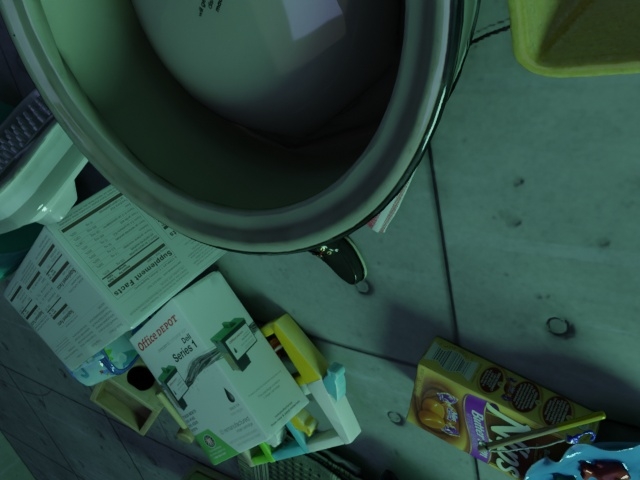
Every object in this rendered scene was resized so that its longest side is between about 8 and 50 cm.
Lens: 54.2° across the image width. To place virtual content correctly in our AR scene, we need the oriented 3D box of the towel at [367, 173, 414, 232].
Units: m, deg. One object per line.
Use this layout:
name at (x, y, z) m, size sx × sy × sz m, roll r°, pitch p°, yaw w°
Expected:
towel at (0.008, -0.110, 0.606) m, size 0.197 × 0.029 × 0.144 m, roll 34°, pitch 137°, yaw 12°

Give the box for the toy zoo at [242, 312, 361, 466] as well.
toy zoo at (-0.064, 0.220, 0.905) m, size 0.293 × 0.030 × 0.192 m, roll -33°, pitch 90°, yaw 43°

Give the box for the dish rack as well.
dish rack at (-0.320, -0.105, 0.716) m, size 0.332 × 0.286 × 0.072 m, roll -7°, pitch 139°, yaw 44°

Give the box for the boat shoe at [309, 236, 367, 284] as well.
boat shoe at (-0.001, 0.001, 0.696) m, size 0.133 × 0.042 × 0.049 m, roll 50°, pitch 138°, yaw -8°

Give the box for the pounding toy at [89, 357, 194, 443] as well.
pounding toy at (-0.301, 0.283, 1.161) m, size 0.206 × 0.094 × 0.181 m, roll 35°, pitch 135°, yaw -2°

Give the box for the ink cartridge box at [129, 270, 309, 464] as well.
ink cartridge box at (-0.145, 0.176, 0.861) m, size 0.219 × 0.092 × 0.160 m, roll 54°, pitch 133°, yaw 4°

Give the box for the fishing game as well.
fishing game at (0.294, 0.260, 0.611) m, size 0.189 × 0.041 × 0.264 m, roll -28°, pitch 116°, yaw 37°

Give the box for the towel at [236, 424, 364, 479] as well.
towel at (-0.018, 0.426, 1.074) m, size 0.312 × 0.056 × 0.324 m, roll 27°, pitch 139°, yaw 25°

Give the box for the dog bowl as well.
dog bowl at (-0.064, -0.199, 0.470) m, size 0.407 × 0.150 × 0.408 m, roll 19°, pitch 129°, yaw 26°

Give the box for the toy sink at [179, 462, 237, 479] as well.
toy sink at (-0.207, 0.578, 1.276) m, size 0.234 × 0.153 × 0.131 m, roll 8°, pitch 127°, yaw 37°

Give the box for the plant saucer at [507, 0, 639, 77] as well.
plant saucer at (0.234, -0.248, 0.252) m, size 0.332 × 0.081 × 0.333 m, roll 7°, pitch 128°, yaw 37°

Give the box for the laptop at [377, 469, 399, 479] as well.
laptop at (0.211, 0.584, 0.910) m, size 0.407 × 0.236 × 0.382 m, roll 18°, pitch 121°, yaw -15°

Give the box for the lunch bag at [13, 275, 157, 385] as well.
lunch bag at (-0.360, 0.099, 0.987) m, size 0.090 × 0.176 × 0.219 m, roll -25°, pitch 105°, yaw 19°

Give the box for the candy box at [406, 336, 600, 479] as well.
candy box at (0.192, 0.193, 0.684) m, size 0.186 × 0.053 × 0.109 m, roll 23°, pitch 135°, yaw 22°

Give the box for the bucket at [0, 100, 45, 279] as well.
bucket at (-0.517, -0.066, 0.910) m, size 0.183 × 0.281 × 0.281 m, roll -25°, pitch 105°, yaw 40°

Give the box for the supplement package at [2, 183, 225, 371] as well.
supplement package at (-0.256, 0.029, 0.810) m, size 0.145 × 0.204 × 0.262 m, roll 52°, pitch 140°, yaw -7°
